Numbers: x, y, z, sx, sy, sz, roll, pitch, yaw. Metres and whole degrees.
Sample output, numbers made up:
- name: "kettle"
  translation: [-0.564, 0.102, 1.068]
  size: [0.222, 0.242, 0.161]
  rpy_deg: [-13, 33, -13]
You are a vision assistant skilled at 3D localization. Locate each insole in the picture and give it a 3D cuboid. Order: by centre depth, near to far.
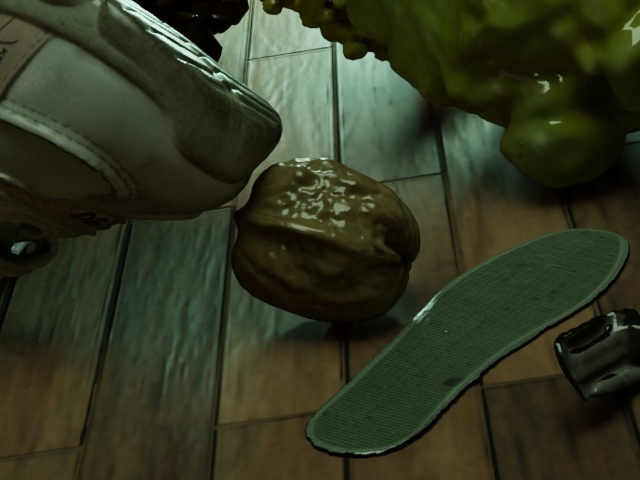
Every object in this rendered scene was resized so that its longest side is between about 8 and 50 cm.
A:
- name: "insole"
  translation: [0.073, 0.043, 0.902]
  size: [0.080, 0.003, 0.232]
  rpy_deg: [11, 33, 39]

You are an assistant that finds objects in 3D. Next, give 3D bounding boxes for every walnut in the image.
- name: "walnut"
  translation: [0.000, 0.000, 0.930]
  size: [0.096, 0.079, 0.082]
  rpy_deg: [17, -5, 16]

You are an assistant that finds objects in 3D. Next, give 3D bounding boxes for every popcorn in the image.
- name: "popcorn"
  translation: [0.145, -0.160, 1.074]
  size: [0.242, 0.235, 0.250]
  rpy_deg: [-31, 65, -16]

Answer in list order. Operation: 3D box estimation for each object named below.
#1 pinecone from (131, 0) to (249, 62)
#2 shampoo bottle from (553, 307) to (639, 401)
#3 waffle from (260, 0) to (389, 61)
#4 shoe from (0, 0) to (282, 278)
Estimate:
- name: "pinecone"
  translation: [-0.119, -0.185, 1.299]
  size: [0.163, 0.163, 0.165]
  rpy_deg: [-15, 39, -8]
- name: "shampoo bottle"
  translation: [0.235, -0.014, 0.781]
  size: [0.284, 0.071, 0.153]
  rpy_deg: [-35, -11, 23]
- name: "waffle"
  translation: [0.023, -0.190, 1.255]
  size: [0.193, 0.070, 0.197]
  rpy_deg: [-4, 40, -38]
- name: "shoe"
  translation: [-0.182, -0.047, 1.002]
  size: [0.351, 0.172, 0.198]
  rpy_deg: [18, 81, 42]
